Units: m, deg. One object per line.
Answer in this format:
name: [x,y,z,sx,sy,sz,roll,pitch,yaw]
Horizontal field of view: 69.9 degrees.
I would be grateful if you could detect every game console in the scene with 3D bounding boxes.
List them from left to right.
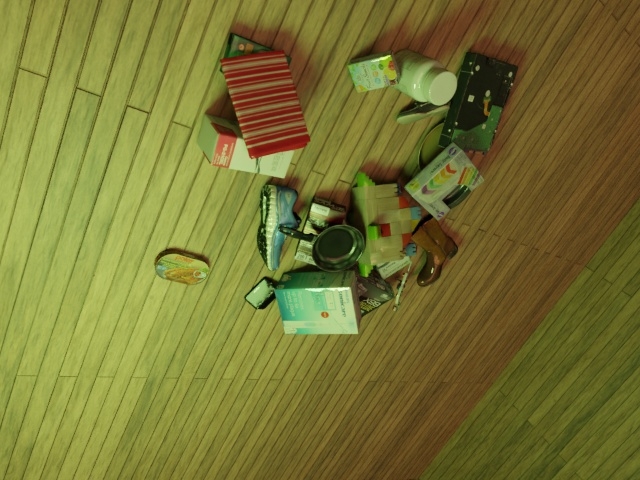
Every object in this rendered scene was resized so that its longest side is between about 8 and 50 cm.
game console: [-0.222,0.210,1.807,0.107,0.071,0.122,44,95,-12]

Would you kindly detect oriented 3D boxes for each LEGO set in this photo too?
LEGO set: [0.339,0.213,1.997,0.244,0.060,0.183,85,28,-58]

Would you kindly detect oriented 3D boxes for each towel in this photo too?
towel: [-0.148,-0.375,1.267,0.198,0.031,0.275,-21,100,-28]

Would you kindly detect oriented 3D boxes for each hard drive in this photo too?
hard drive: [0.582,-0.497,1.701,0.236,0.064,0.339,-1,113,-31]

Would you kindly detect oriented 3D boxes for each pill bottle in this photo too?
pill bottle: [0.321,-0.515,1.455,0.131,0.229,0.131,-15,128,-20]

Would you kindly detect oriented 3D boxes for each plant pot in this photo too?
plant pot: [0.473,-0.356,1.788,0.236,0.032,0.237,-16,129,-21]

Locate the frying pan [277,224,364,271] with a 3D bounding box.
frying pan: [-0.001,0.026,1.630,0.325,0.053,0.197,0,121,-15]

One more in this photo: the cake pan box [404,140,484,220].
cake pan box: [0.480,-0.218,1.757,0.245,0.070,0.266,-41,141,15]

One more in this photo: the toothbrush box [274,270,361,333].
toothbrush box: [-0.003,0.240,1.759,0.295,0.126,0.217,-3,117,13]

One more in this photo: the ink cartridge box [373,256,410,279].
ink cartridge box: [0.278,0.044,1.923,0.153,0.087,0.208,-33,133,-5]

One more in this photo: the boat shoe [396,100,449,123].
boat shoe: [0.359,-0.471,1.638,0.206,0.075,0.065,-17,86,-12]

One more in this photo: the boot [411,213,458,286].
boot: [0.473,0.053,2.037,0.264,0.096,0.280,-46,131,7]

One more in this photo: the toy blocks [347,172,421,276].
toy blocks: [0.265,-0.071,1.742,0.260,0.190,0.382,-9,96,-25]

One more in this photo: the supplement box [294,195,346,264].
supplement box: [-0.002,-0.029,1.690,0.130,0.073,0.240,16,115,-5]

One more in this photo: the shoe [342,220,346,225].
shoe: [0.057,-0.030,1.760,0.081,0.063,0.178,-33,137,-13]

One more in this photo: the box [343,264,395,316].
box: [0.125,0.221,1.918,0.242,0.077,0.307,-36,136,27]

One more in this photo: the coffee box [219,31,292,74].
coffee box: [-0.183,-0.501,1.305,0.184,0.040,0.113,8,116,-33]

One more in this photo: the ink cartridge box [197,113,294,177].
ink cartridge box: [-0.221,-0.277,1.354,0.237,0.172,0.100,6,118,-33]

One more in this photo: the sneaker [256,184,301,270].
sneaker: [-0.136,-0.036,1.605,0.147,0.130,0.330,-4,124,-24]

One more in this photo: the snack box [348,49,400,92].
snack box: [0.169,-0.527,1.435,0.141,0.037,0.100,-2,137,27]

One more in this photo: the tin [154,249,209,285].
tin: [-0.472,0.092,1.565,0.189,0.040,0.106,22,113,-39]
